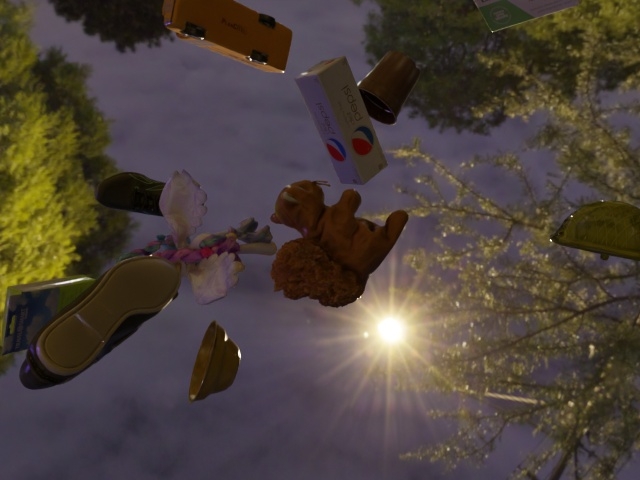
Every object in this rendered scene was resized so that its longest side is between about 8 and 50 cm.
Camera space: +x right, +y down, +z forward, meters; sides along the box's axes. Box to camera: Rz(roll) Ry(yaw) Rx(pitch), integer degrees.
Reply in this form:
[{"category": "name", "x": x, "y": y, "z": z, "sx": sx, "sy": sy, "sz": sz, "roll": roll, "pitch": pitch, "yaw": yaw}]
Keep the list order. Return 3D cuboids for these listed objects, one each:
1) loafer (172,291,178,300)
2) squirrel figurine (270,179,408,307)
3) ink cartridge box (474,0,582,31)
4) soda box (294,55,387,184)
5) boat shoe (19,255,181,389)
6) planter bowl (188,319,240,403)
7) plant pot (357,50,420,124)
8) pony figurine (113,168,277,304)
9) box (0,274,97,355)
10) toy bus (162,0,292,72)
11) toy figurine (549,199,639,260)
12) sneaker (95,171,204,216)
[{"category": "loafer", "x": -0.360, "y": 0.092, "z": 1.076, "sx": 0.148, "sy": 0.050, "sz": 0.056, "roll": 9, "pitch": -151, "yaw": 6}, {"category": "squirrel figurine", "x": 0.000, "y": 0.000, "z": 1.646, "sx": 0.370, "sy": 0.281, "sz": 0.397, "roll": 33, "pitch": -112, "yaw": -6}, {"category": "ink cartridge box", "x": 0.360, "y": -0.608, "z": 1.038, "sx": 0.207, "sy": 0.353, "sz": 0.119, "roll": 2, "pitch": -125, "yaw": 51}, {"category": "soda box", "x": 0.040, "y": -0.208, "z": 0.949, "sx": 0.074, "sy": 0.216, "sz": 0.069, "roll": -40, "pitch": -151, "yaw": -26}, {"category": "boat shoe", "x": -0.360, "y": 0.124, "z": 0.888, "sx": 0.095, "sy": 0.112, "sz": 0.335, "roll": -35, "pitch": -172, "yaw": 27}, {"category": "planter bowl", "x": -0.266, "y": 0.322, "z": 1.383, "sx": 0.090, "sy": 0.217, "sz": 0.217, "roll": 19, "pitch": -148, "yaw": -18}, {"category": "plant pot", "x": 0.203, "y": -0.462, "z": 1.591, "sx": 0.167, "sy": 0.167, "sz": 0.165, "roll": 32, "pitch": -97, "yaw": 36}, {"category": "pony figurine", "x": -0.285, "y": 0.029, "z": 1.280, "sx": 0.363, "sy": 0.351, "sz": 0.303, "roll": -7, "pitch": -112, "yaw": -52}, {"category": "box", "x": -0.482, "y": 0.126, "z": 0.935, "sx": 0.042, "sy": 0.109, "sz": 0.178, "roll": 16, "pitch": -170, "yaw": 22}, {"category": "toy bus", "x": -0.213, "y": -0.490, "z": 1.235, "sx": 0.130, "sy": 0.108, "sz": 0.333, "roll": 22, "pitch": -169, "yaw": 42}, {"category": "toy figurine", "x": 0.449, "y": -0.063, "z": 0.543, "sx": 0.191, "sy": 0.217, "sz": 0.362, "roll": -18, "pitch": -155, "yaw": -41}, {"category": "sneaker", "x": -0.421, "y": -0.111, "z": 1.338, "sx": 0.267, "sy": 0.101, "sz": 0.106, "roll": -1, "pitch": -161, "yaw": -35}]
